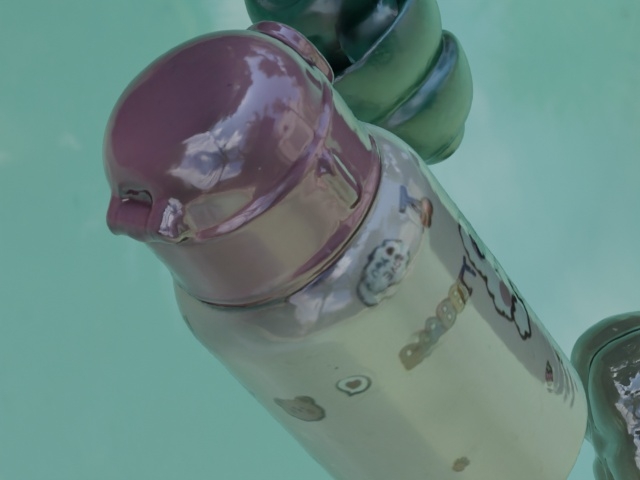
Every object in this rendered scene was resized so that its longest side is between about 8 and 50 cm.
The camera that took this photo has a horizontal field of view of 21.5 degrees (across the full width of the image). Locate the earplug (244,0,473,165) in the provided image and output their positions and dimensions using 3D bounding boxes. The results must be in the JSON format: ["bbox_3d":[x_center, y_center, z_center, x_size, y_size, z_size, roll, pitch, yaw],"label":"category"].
[{"bbox_3d":[0.047,-0.195,1.364,0.257,0.280,0.164,-44,25,-17],"label":"earplug"}]

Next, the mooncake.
[{"bbox_3d":[0.364,0.210,1.875,0.135,0.275,0.275,-17,52,1],"label":"mooncake"}]

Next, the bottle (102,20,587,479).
[{"bbox_3d":[0.008,0.018,0.640,0.110,0.233,0.110,-22,41,21],"label":"bottle"}]
